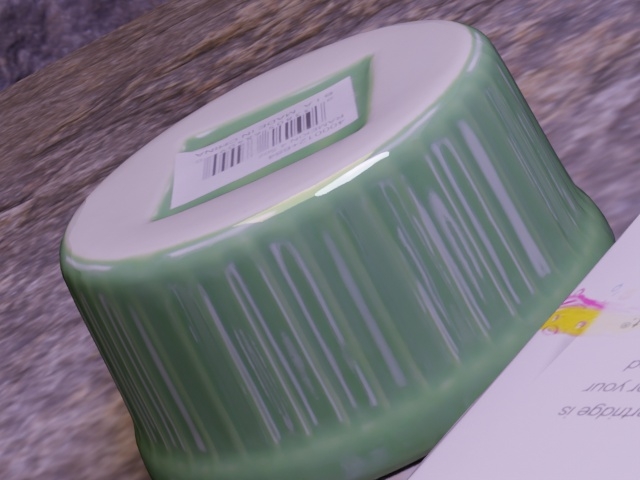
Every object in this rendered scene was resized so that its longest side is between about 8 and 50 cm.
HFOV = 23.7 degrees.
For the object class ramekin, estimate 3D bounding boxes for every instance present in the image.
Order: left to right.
[{"bbox_3d":[0.000,0.000,0.870,0.303,0.148,0.303,-25,20,10],"label":"ramekin"}]

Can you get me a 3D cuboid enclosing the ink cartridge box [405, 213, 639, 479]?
[{"bbox_3d":[0.177,0.072,0.487,0.226,0.131,0.306,-4,32,48],"label":"ink cartridge box"}]
